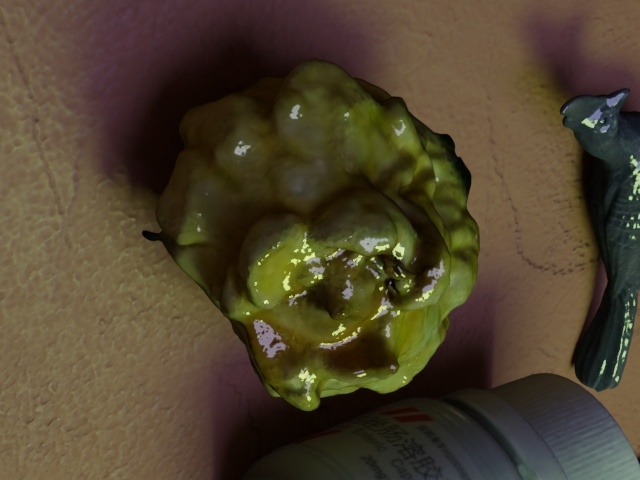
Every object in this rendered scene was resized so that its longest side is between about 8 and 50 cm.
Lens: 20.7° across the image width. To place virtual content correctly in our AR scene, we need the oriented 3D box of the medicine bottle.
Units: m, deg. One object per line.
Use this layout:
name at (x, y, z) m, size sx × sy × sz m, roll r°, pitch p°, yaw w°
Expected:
medicine bottle at (0.103, 0.253, 1.491) m, size 0.306 × 0.245 × 0.245 m, roll -18°, pitch 125°, yaw -29°

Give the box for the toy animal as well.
toy animal at (0.297, -0.041, 1.586) m, size 0.206 × 0.081 × 0.367 m, roll -36°, pitch 139°, yaw -21°

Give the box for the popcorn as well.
popcorn at (0.000, 0.000, 1.292) m, size 0.215 × 0.252 × 0.286 m, roll -18°, pitch 134°, yaw 23°
